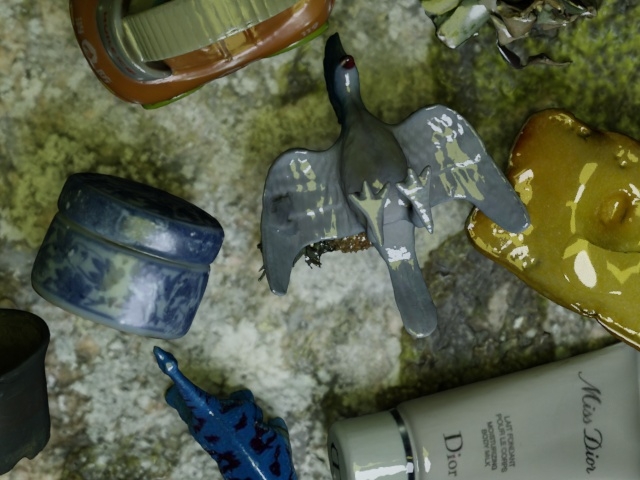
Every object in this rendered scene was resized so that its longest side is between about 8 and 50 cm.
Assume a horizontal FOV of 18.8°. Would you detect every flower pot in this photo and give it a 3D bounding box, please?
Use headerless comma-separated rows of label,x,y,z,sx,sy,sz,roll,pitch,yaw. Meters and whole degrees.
flower pot,-0.302,0.139,1.682,0.157,0.157,0.107,-12,116,-3

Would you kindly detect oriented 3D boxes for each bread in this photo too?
bread,0.254,-0.011,1.729,0.233,0.088,0.161,32,92,-7

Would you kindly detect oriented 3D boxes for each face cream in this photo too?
face cream,0.164,0.178,1.765,0.314,0.089,0.143,-10,102,-14

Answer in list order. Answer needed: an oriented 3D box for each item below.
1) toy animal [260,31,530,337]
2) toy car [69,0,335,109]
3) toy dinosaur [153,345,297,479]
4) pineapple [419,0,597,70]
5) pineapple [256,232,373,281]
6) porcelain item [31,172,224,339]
toy animal,0.056,-0.049,1.664,0.239,0.176,0.255,-13,108,-7
toy car,-0.096,-0.198,1.592,0.235,0.235,0.145,-25,102,0
toy dinosaur,-0.063,0.187,1.724,0.076,0.144,0.329,-36,115,-2
pineapple,0.207,-0.264,1.633,0.271,0.262,0.262,-27,103,24
pineapple,0.000,0.000,1.729,0.124,0.058,0.058,-27,102,11
porcelain item,-0.165,0.009,1.661,0.147,0.147,0.114,19,98,-8
